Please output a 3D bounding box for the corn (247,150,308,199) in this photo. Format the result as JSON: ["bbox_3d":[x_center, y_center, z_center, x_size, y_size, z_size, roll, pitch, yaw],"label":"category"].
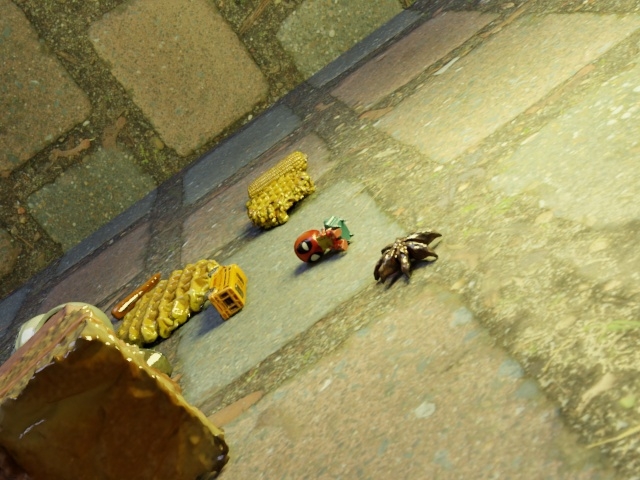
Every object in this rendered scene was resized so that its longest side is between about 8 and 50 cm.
[{"bbox_3d":[-0.120,-0.181,2.334,0.207,0.068,0.068,-36,18,8],"label":"corn"}]

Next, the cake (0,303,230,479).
[{"bbox_3d":[-0.364,0.284,1.256,0.293,0.314,0.307,-44,21,-17],"label":"cake"}]

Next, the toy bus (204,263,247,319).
[{"bbox_3d":[-0.201,0.103,1.779,0.074,0.069,0.162,-32,20,9],"label":"toy bus"}]

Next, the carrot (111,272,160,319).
[{"bbox_3d":[-0.502,0.151,2.262,0.037,0.037,0.190,-12,26,52],"label":"carrot"}]

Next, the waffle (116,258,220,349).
[{"bbox_3d":[-0.368,0.153,1.969,0.329,0.062,0.329,-31,19,12],"label":"waffle"}]

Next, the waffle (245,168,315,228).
[{"bbox_3d":[-0.102,-0.103,2.113,0.193,0.070,0.197,-39,21,-10],"label":"waffle"}]

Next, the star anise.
[{"bbox_3d":[0.142,0.023,1.407,0.141,0.042,0.141,-34,18,13],"label":"star anise"}]

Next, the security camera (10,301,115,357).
[{"bbox_3d":[-0.594,0.249,1.949,0.236,0.194,0.194,-18,25,32],"label":"security camera"}]

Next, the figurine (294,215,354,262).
[{"bbox_3d":[0.000,0.000,1.672,0.140,0.068,0.075,-18,28,39],"label":"figurine"}]

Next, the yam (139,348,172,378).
[{"bbox_3d":[-0.384,0.318,1.535,0.106,0.106,0.259,-22,22,37],"label":"yam"}]
